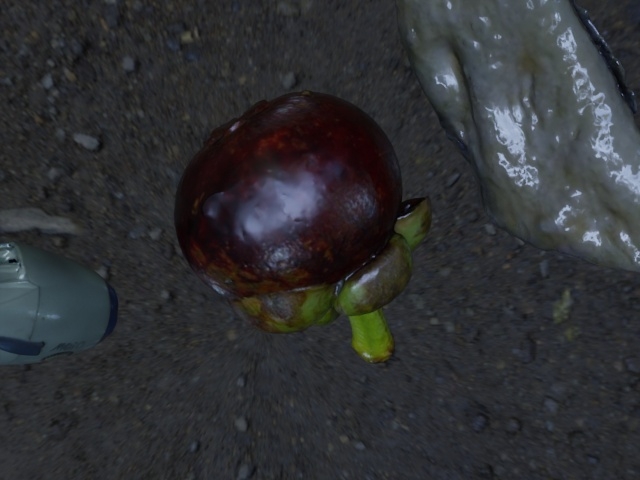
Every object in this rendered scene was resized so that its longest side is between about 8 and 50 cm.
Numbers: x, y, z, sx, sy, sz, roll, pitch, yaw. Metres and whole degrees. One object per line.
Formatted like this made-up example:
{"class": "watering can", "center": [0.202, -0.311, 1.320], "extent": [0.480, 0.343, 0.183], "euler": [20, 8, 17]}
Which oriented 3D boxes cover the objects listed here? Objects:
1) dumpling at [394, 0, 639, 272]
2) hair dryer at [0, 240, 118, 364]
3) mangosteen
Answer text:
{"class": "dumpling", "center": [0.097, -0.098, 0.590], "extent": [0.086, 0.166, 0.332], "euler": [-30, 95, -6]}
{"class": "hair dryer", "center": [-0.367, 0.098, 0.933], "extent": [0.298, 0.296, 0.119], "euler": [-43, 52, 8]}
{"class": "mangosteen", "center": [-0.002, -0.005, 0.658], "extent": [0.156, 0.146, 0.181], "euler": [-32, 82, -4]}
